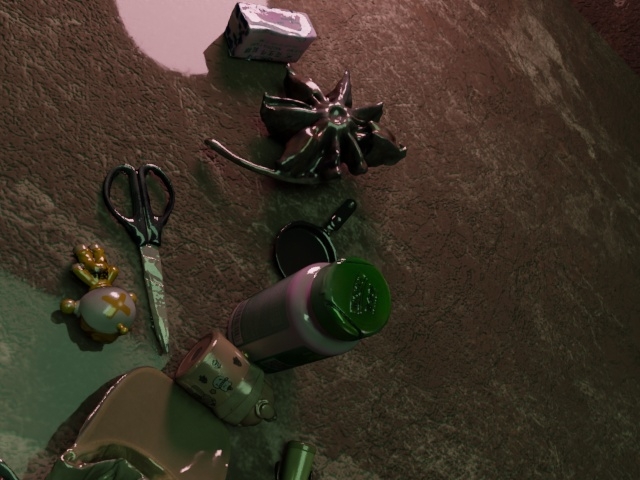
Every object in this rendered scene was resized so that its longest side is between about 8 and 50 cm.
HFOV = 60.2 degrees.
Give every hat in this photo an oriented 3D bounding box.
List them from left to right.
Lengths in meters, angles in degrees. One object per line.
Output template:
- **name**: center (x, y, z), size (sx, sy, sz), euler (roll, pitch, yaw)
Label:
- **hat**: center (-0.236, 0.306, 0.709), size (0.214, 0.149, 0.244), euler (45, 15, -12)

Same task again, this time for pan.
- **pan**: center (0.000, 0.000, 1.026), size (0.136, 0.028, 0.235), euler (49, 54, -10)

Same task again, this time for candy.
- **candy**: center (-0.100, -0.404, 1.081), size (0.160, 0.092, 0.073), euler (-7, 70, -35)

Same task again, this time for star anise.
- **star anise**: center (-0.010, -0.208, 1.057), size (0.359, 0.139, 0.315), euler (21, 51, -10)

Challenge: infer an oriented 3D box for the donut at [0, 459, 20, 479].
- **donut**: center (-0.423, 0.332, 0.541), size (0.272, 0.107, 0.272), euler (18, 57, -29)

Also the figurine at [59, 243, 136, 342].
- **figurine**: center (-0.299, 0.071, 0.762), size (0.101, 0.068, 0.143), euler (23, 42, -35)

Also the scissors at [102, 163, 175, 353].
- **scissors**: center (-0.258, 0.023, 0.836), size (0.109, 0.022, 0.300), euler (-5, 76, -33)

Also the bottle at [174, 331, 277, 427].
- **bottle**: center (-0.129, 0.212, 0.805), size (0.152, 0.099, 0.099), euler (43, 52, -16)

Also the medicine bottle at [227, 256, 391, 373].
- **medicine bottle**: center (-0.022, 0.112, 0.805), size (0.133, 0.274, 0.133), euler (14, 64, -30)

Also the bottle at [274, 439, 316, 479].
- **bottle**: center (-0.041, 0.360, 0.840), size (0.063, 0.047, 0.101), euler (15, 64, 1)
